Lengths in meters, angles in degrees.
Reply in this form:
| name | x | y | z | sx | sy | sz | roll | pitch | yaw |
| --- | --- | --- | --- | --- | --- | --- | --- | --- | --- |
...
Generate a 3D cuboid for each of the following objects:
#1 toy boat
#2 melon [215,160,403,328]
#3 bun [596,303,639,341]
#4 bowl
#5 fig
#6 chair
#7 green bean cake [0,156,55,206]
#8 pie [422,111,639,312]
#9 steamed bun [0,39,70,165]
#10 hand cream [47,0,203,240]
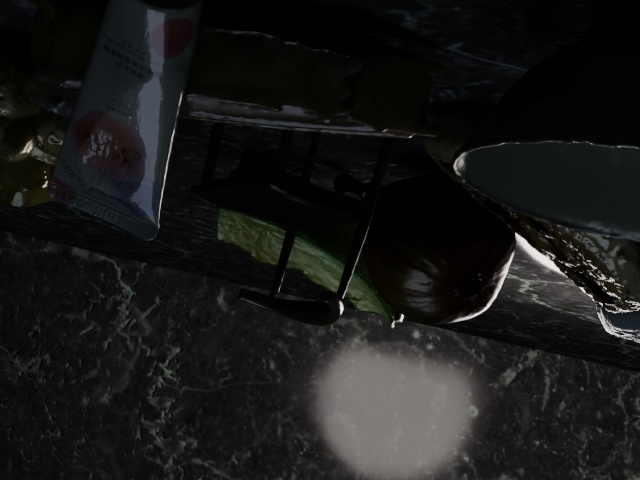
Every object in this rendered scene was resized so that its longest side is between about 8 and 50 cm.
| name | x | y | z | sx | sy | sz | roll | pitch | yaw |
| --- | --- | --- | --- | --- | --- | --- | --- | --- | --- |
| toy boat | -0.096 | -0.170 | 1.543 | 0.446 | 0.135 | 0.162 | 9 | -176 | 12 |
| melon | 0.000 | 0.000 | 2.213 | 0.323 | 0.124 | 0.196 | 27 | -156 | 1 |
| bun | 0.523 | 0.057 | 1.930 | 0.355 | 0.194 | 0.354 | 9 | 173 | 1 |
| bowl | 0.295 | -0.105 | 1.343 | 0.337 | 0.157 | 0.337 | 12 | 170 | 2 |
| fig | 0.112 | -0.018 | 2.099 | 0.321 | 0.217 | 0.217 | 31 | -174 | 41 |
| chair | -0.037 | -0.051 | 1.745 | 0.166 | 0.272 | 0.188 | 18 | 168 | -35 |
| green bean cake | -0.438 | -0.131 | 2.049 | 0.236 | 0.124 | 0.233 | 10 | -167 | 14 |
| pie | 0.256 | -0.033 | 1.738 | 0.339 | 0.077 | 0.339 | 42 | -179 | 0 |
| steamed bun | -0.364 | -0.172 | 1.848 | 0.178 | 0.106 | 0.192 | 16 | -149 | -23 |
| hand cream | -0.182 | -0.143 | 1.447 | 0.124 | 0.077 | 0.340 | 23 | 128 | 2 |
